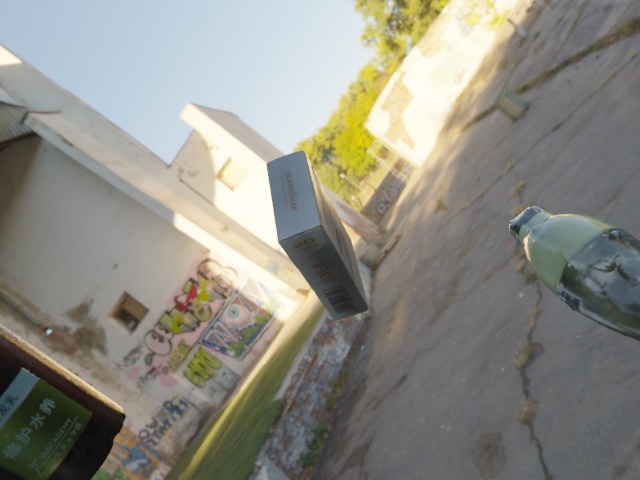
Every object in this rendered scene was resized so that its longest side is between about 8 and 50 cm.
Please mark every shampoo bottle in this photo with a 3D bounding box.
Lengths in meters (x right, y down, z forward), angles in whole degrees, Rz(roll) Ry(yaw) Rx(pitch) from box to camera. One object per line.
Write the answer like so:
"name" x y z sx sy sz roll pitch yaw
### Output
"shampoo bottle" -0.345 0.128 0.454 0.084 0.323 0.129 -13 36 43

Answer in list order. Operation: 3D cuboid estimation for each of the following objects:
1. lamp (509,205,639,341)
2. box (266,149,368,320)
"lamp" 0.301 0.034 0.525 0.101 0.101 0.250 -51 38 13
"box" 0.000 0.000 0.726 0.067 0.233 0.150 -22 50 8
